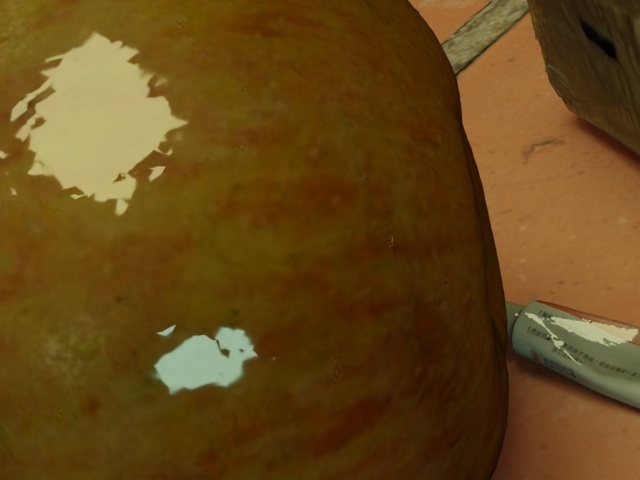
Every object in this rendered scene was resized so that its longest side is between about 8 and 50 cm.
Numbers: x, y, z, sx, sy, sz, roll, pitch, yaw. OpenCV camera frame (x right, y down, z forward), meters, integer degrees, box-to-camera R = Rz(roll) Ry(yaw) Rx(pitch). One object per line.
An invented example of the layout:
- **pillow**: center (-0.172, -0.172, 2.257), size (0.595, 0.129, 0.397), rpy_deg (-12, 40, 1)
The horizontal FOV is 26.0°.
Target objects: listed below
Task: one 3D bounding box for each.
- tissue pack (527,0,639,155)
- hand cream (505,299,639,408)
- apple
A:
- **tissue pack**: center (0.359, -0.212, 0.946), size (0.382, 0.228, 0.293), rpy_deg (-31, 31, -5)
- **hand cream**: center (0.188, 0.073, 0.842), size (0.216, 0.038, 0.052), rpy_deg (21, 78, 43)
- **apple**: center (-0.057, 0.012, 0.768), size (0.333, 0.400, 0.400), rpy_deg (-22, 31, -7)
